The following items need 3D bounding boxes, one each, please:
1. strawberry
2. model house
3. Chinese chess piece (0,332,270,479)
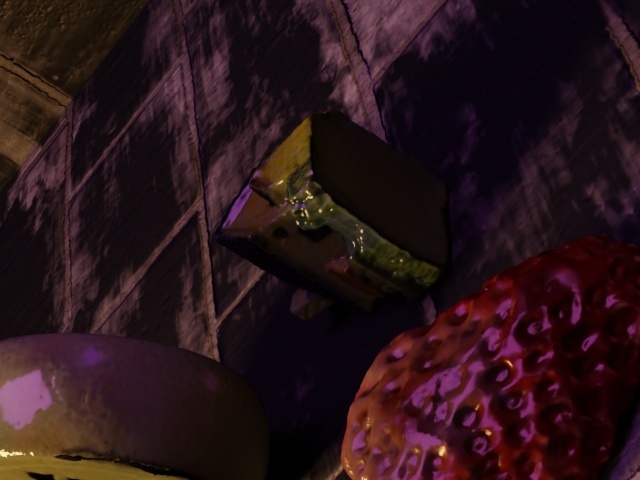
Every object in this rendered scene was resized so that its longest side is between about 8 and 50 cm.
[{"bbox_3d":[0.148,0.121,1.537,0.336,0.149,0.265,-52,24,13],"label":"strawberry"},{"bbox_3d":[0.000,0.000,1.895,0.211,0.194,0.170,-41,32,32],"label":"model house"},{"bbox_3d":[-0.228,0.221,1.891,0.349,0.349,0.146,-27,50,49],"label":"Chinese chess piece"}]
